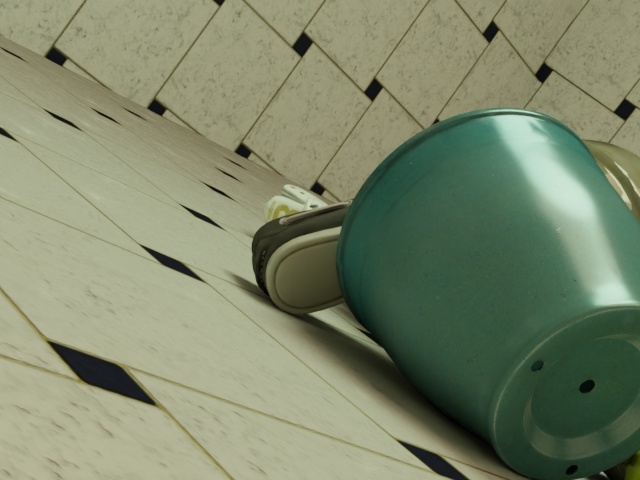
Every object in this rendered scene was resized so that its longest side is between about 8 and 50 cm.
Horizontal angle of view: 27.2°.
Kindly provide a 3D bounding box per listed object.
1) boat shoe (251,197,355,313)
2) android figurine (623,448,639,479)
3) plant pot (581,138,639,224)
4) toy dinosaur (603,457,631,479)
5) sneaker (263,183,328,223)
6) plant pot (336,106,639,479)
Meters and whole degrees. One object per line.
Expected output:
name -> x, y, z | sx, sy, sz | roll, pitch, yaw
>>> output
boat shoe -> 0.093, -0.014, 1.295 | 0.335, 0.112, 0.095 | -12, 30, -13
android figurine -> 0.397, 0.223, 1.082 | 0.273, 0.056, 0.248 | 22, 32, 36
plant pot -> 0.202, 0.030, 1.504 | 0.280, 0.323, 0.323 | 5, 19, -38
toy dinosaur -> 0.332, 0.222, 1.312 | 0.313, 0.121, 0.160 | 18, -1, -45
sneaker -> 0.000, 0.000, 1.674 | 0.169, 0.108, 0.292 | 23, 0, 1
plant pot -> 0.183, 0.063, 1.155 | 0.271, 0.272, 0.255 | 27, 20, -34
